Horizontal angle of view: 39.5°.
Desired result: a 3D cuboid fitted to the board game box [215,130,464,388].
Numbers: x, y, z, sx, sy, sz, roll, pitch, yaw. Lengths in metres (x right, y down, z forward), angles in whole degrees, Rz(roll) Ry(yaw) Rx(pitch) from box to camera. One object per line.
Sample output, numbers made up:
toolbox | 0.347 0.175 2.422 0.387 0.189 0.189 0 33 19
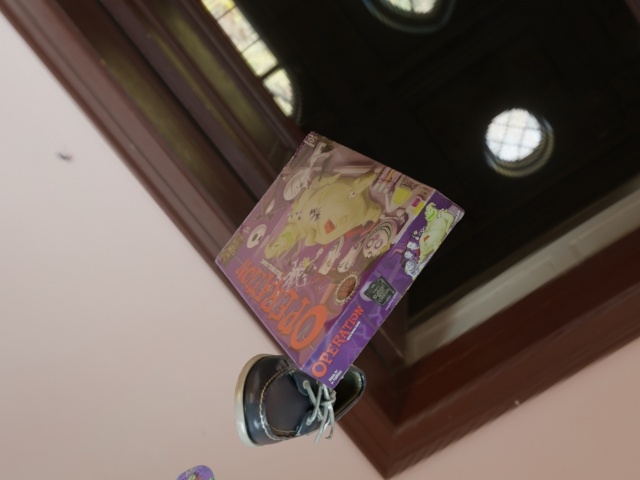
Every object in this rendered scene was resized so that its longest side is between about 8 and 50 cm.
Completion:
board game box | 0.000 0.000 0.963 0.208 0.056 0.347 -57 -155 2

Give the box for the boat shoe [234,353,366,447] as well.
boat shoe | -0.016 0.165 0.940 0.079 0.095 0.254 -2 174 18

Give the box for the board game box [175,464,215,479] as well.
board game box | -0.148 0.318 0.925 0.168 0.033 0.133 -56 156 -22
